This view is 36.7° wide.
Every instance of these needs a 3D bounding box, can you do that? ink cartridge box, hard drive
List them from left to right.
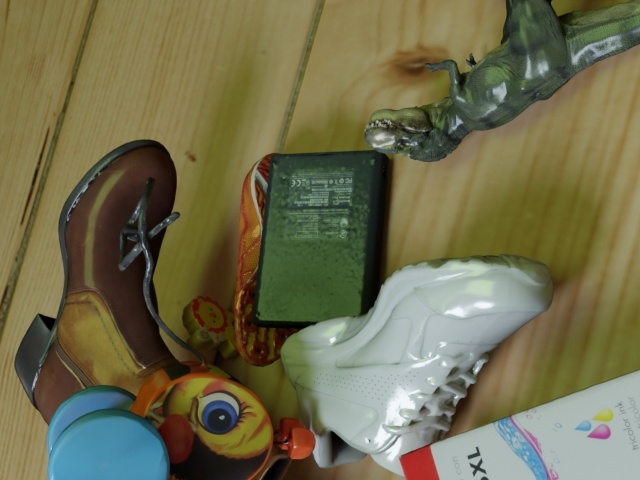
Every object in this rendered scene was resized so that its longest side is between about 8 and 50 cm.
[{"bbox_3d":[0.000,0.000,0.728,0.094,0.022,0.135,0,74,22],"label":"hard drive"},{"bbox_3d":[0.129,0.146,0.473,0.231,0.078,0.134,-32,69,40],"label":"ink cartridge box"}]

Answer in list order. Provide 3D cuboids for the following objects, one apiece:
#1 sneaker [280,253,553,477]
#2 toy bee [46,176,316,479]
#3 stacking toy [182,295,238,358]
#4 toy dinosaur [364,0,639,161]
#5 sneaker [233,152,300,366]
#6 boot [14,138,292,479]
[{"bbox_3d":[0.065,0.086,0.608,0.232,0.090,0.115,-38,56,49],"label":"sneaker"},{"bbox_3d":[-0.090,0.141,0.604,0.298,0.162,0.195,-64,16,17],"label":"toy bee"},{"bbox_3d":[-0.118,0.182,0.814,0.167,0.052,0.221,-45,46,32],"label":"stacking toy"},{"bbox_3d":[0.138,-0.139,0.615,0.268,0.064,0.118,-24,65,42],"label":"toy dinosaur"},{"bbox_3d":[-0.040,0.018,0.787,0.067,0.064,0.175,137,141,-67],"label":"sneaker"},{"bbox_3d":[-0.124,0.089,0.749,0.280,0.096,0.264,39,102,38],"label":"boot"}]
